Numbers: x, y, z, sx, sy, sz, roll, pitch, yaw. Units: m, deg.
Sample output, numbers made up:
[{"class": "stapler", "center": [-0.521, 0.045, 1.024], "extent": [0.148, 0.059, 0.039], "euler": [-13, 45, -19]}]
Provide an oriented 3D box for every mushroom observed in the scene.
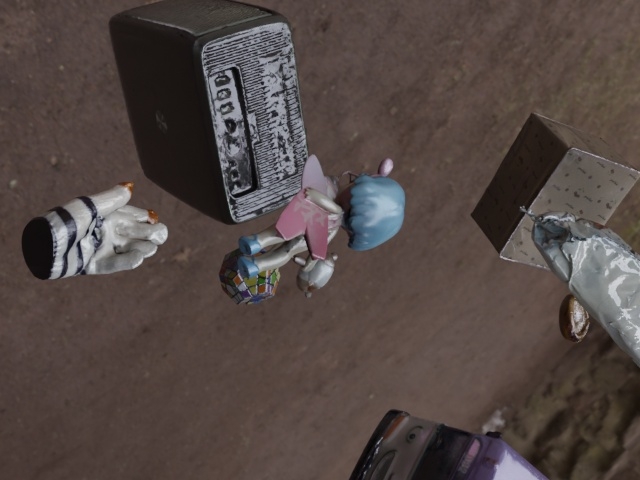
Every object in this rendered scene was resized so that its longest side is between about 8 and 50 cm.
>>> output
[{"class": "mushroom", "center": [0.620, 0.192, 2.024], "extent": [0.052, 0.123, 0.123], "euler": [-8, 176, 36]}]

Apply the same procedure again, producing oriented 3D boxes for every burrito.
[{"class": "burrito", "center": [0.515, 0.080, 1.425], "extent": [0.139, 0.445, 0.101], "euler": [-43, -170, 17]}]

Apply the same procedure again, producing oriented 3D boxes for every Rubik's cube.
[{"class": "Rubik's cube", "center": [-0.125, 0.062, 1.452], "extent": [0.093, 0.111, 0.111], "euler": [-37, 155, -26]}]

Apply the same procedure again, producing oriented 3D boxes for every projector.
[{"class": "projector", "center": [-0.220, -0.278, 1.680], "extent": [0.242, 0.405, 0.395], "euler": [-24, 121, -30]}]

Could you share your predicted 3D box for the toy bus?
[{"class": "toy bus", "center": [0.249, 0.431, 1.120], "extent": [0.440, 0.249, 0.209], "euler": [42, 66, -26]}]

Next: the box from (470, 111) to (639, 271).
[{"class": "box", "center": [0.528, -0.104, 1.871], "extent": [0.225, 0.190, 0.297], "euler": [14, 120, -25]}]

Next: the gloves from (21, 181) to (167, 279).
[{"class": "gloves", "center": [-0.361, -0.010, 1.330], "extent": [0.131, 0.140, 0.219], "euler": [-14, -177, 35]}]

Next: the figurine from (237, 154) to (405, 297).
[{"class": "figurine", "center": [0.008, 0.000, 1.098], "extent": [0.260, 0.103, 0.205], "euler": [-24, 126, -33]}]
